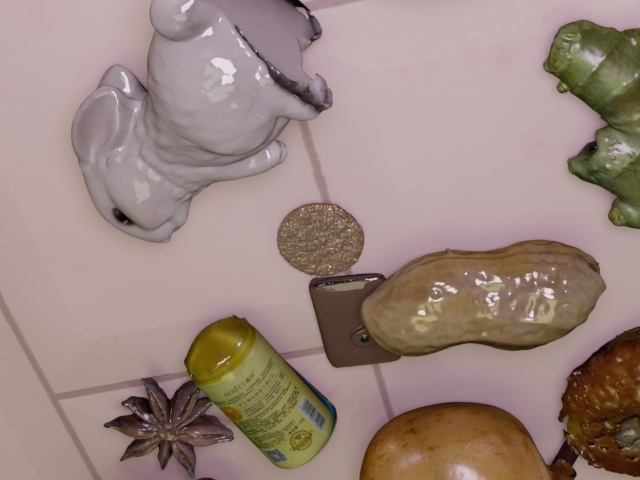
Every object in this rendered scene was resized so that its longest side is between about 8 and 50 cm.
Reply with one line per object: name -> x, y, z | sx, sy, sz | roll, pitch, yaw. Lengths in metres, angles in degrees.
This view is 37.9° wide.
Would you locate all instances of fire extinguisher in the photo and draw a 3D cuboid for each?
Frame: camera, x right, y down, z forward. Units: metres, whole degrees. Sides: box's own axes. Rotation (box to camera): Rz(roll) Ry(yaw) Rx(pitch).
fire extinguisher -> 0.372, 0.382, 1.470 | 0.049, 0.035, 0.173 | -9, 131, -38

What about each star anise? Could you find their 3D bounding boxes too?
star anise -> -0.225, 0.274, 1.413 | 0.195, 0.065, 0.182 | 17, 117, -9

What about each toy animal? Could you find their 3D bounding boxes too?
toy animal -> -0.164, -0.144, 1.083 | 0.357, 0.194, 0.258 | -34, 125, 30

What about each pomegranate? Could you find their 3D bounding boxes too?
pomegranate -> 0.194, 0.369, 1.335 | 0.307, 0.307, 0.307 | 1, 122, 2

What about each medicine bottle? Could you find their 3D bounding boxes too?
medicine bottle -> -0.090, 0.213, 1.335 | 0.124, 0.124, 0.239 | -30, 115, 20

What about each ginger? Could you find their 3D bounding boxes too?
ginger -> 0.357, -0.134, 1.110 | 0.137, 0.089, 0.290 | -5, 128, 28

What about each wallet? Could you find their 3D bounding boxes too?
wallet -> 0.052, 0.115, 1.310 | 0.118, 0.039, 0.153 | -9, 120, 11

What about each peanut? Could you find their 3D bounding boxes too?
peanut -> 0.208, 0.079, 1.218 | 0.313, 0.149, 0.149 | -7, 122, 1

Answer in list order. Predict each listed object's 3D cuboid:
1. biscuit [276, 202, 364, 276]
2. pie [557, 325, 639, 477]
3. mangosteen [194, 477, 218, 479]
biscuit -> 0.000, 0.000, 1.253 | 0.120, 0.015, 0.120 | 2, 123, 3
pie -> 0.495, 0.240, 1.338 | 0.308, 0.085, 0.308 | 3, 126, 5
mangosteen -> -0.233, 0.511, 1.440 | 0.288, 0.288, 0.288 | 1, 122, 2
